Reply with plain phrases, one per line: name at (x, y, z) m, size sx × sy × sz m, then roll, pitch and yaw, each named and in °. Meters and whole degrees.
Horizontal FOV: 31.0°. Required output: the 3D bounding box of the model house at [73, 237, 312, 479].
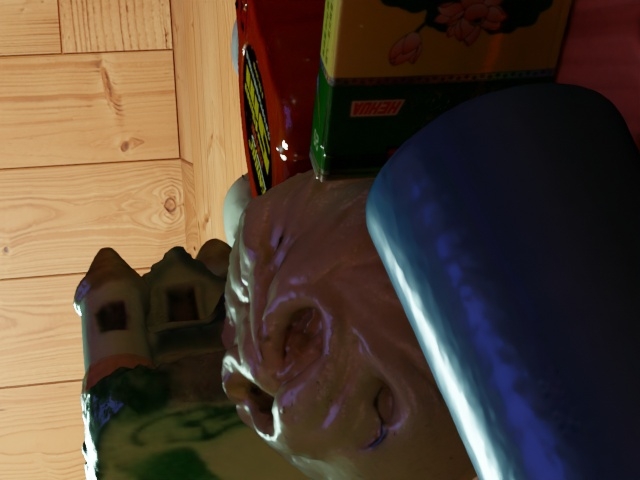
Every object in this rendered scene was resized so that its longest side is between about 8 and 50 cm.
model house at (-0.073, 0.072, 0.978) m, size 0.325 × 0.267 × 0.194 m, roll -109°, pitch 15°, yaw -49°

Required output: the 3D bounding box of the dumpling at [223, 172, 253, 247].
dumpling at (-0.065, -0.005, 1.381) m, size 0.176 × 0.092 × 0.150 m, roll -117°, pitch 11°, yaw -48°

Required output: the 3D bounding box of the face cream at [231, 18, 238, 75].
face cream at (-0.047, -0.194, 1.243) m, size 0.269 × 0.073 × 0.107 m, roll -127°, pitch 40°, yaw -68°

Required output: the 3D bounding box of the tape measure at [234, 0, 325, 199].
tape measure at (-0.003, -0.113, 0.986) m, size 0.260 × 0.114 × 0.253 m, roll 95°, pitch 165°, yaw -51°

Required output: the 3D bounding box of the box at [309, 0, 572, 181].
box at (0.068, -0.135, 0.600) m, size 0.034 × 0.132 × 0.235 m, roll -109°, pitch 19°, yaw -48°

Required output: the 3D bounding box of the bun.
bun at (0.018, 0.052, 0.712) m, size 0.133 × 0.231 × 0.231 m, roll 7°, pitch -106°, yaw -57°

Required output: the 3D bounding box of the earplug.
earplug at (0.118, 0.076, 0.480) m, size 0.132 × 0.132 × 0.273 m, roll 101°, pitch 157°, yaw -51°
